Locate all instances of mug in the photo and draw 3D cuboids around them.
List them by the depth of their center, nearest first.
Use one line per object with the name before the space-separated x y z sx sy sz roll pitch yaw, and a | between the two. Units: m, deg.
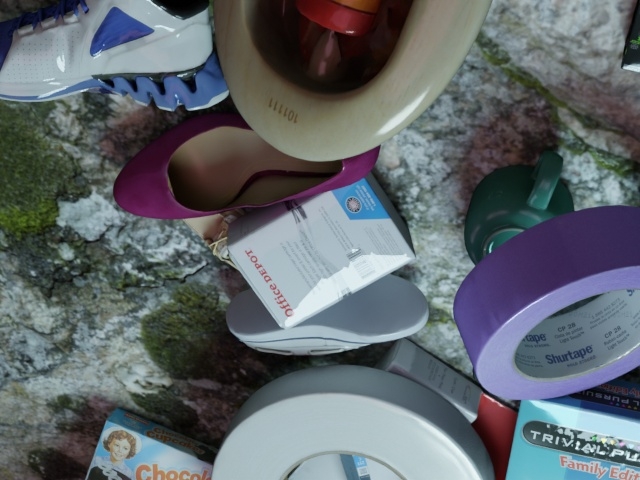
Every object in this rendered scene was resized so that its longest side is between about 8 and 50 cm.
mug | 0.233 -0.021 1.679 0.129 0.097 0.157 -5 123 18

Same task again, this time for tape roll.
tape roll | 0.298 0.078 1.651 0.275 0.090 0.275 -14 147 -9
tape roll | 0.044 0.347 1.902 0.392 0.072 0.392 5 119 9

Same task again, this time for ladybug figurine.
ladybug figurine | 0.055 -0.297 1.458 0.305 0.162 0.449 34 117 19

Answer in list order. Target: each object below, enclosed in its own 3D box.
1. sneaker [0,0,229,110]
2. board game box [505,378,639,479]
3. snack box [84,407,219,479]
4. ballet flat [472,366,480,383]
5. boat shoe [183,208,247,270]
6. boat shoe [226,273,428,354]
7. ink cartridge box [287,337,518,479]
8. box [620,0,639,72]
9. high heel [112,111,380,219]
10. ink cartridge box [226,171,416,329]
sneaker | -0.261 -0.262 1.640 0.315 0.127 0.182 4 121 4
board game box | 0.365 0.333 1.839 0.254 0.079 0.336 11 125 9
snack box | -0.187 0.391 2.058 0.322 0.060 0.187 22 107 3
ballet flat | 0.277 0.145 1.827 0.173 0.049 0.057 -18 94 19
boat shoe | -0.111 0.000 1.809 0.170 0.059 0.063 33 126 -9
boat shoe | 0.014 0.107 1.835 0.267 0.096 0.088 -8 150 13
ink cartridge box | 0.134 0.304 1.952 0.261 0.066 0.296 32 126 -7
box | 0.361 -0.229 1.523 0.052 0.062 0.083 15 127 7
high heel | -0.106 -0.086 1.663 0.377 0.181 0.127 -19 103 22
ink cartridge box | 0.000 0.000 1.736 0.191 0.082 0.139 -29 113 12
